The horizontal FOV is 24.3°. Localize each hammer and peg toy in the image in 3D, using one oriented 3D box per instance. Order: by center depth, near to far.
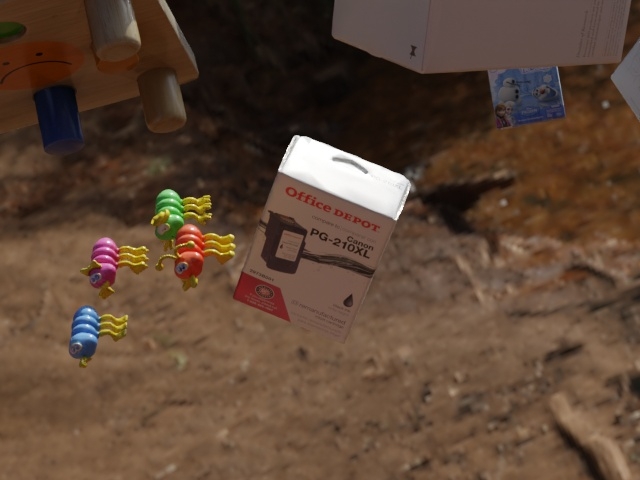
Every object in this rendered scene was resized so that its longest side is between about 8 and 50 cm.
[{"bbox_3d":[-0.298,-0.142,1.260,0.361,0.127,0.266,-15,-15,4],"label":"hammer and peg toy"}]

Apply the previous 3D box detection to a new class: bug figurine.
[{"bbox_3d":[-0.239,0.038,1.939,0.279,0.072,0.216,-37,32,20],"label":"bug figurine"}]

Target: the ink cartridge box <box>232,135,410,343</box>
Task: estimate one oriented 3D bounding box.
[{"bbox_3d":[0.000,0.000,2.019,0.172,0.237,0.100,22,37,1],"label":"ink cartridge box"}]

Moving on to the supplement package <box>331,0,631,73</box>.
[{"bbox_3d":[0.186,-0.295,1.655,0.293,0.175,0.177,-8,24,-33],"label":"supplement package"}]

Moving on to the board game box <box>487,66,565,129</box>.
[{"bbox_3d":[0.269,-0.196,1.944,0.090,0.090,0.020,-10,-7,10],"label":"board game box"}]

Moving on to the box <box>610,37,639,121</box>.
[{"bbox_3d":[0.487,-0.227,1.951,0.091,0.130,0.170,0,-40,-34],"label":"box"}]
